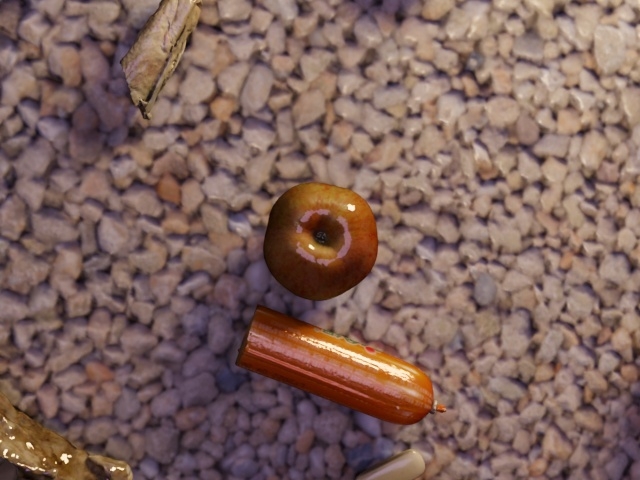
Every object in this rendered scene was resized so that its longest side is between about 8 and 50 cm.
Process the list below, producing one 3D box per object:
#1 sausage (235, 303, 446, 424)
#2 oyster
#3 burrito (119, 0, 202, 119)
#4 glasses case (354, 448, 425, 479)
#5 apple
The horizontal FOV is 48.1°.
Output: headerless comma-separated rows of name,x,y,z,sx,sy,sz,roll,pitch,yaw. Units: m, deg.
sausage,0.028,0.142,0.774,0.234,0.071,0.071,21,88,-6
oyster,-0.399,0.184,0.726,0.396,0.111,0.204,40,104,-5
burrito,-0.174,-0.206,0.766,0.055,0.041,0.149,28,87,-19
glasses case,0.077,0.263,0.803,0.083,0.021,0.032,-25,93,-6
apple,0.002,0.003,0.754,0.126,0.102,0.126,0,91,-6
